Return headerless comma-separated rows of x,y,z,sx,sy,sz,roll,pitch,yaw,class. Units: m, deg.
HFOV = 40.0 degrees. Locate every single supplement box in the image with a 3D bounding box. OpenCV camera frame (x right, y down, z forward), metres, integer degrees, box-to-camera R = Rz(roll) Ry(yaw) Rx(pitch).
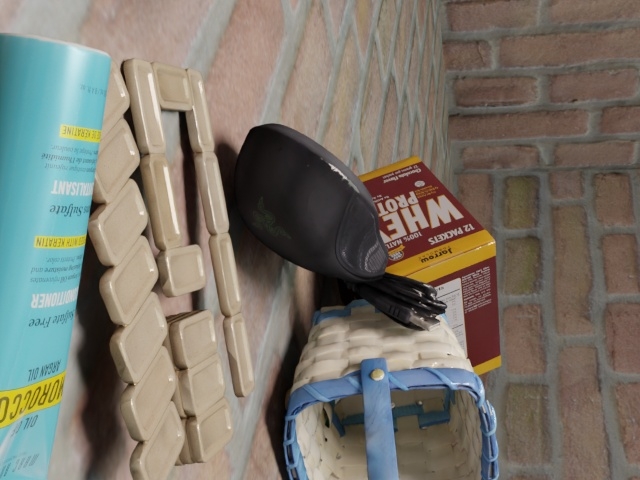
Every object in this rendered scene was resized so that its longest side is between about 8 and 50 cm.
0.105,0.043,1.025,0.191,0.129,0.194,-123,-163,-49,supplement box

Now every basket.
0.069,0.215,0.834,0.289,0.201,0.255,-99,178,-53,basket

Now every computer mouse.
0.000,0.000,0.746,0.072,0.188,0.272,-54,153,-11,computer mouse

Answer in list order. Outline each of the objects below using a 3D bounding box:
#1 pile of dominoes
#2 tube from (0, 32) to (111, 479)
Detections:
-0.104,0.014,0.546,0.196,0.040,0.251,-20,100,-76,pile of dominoes
-0.128,0.020,0.374,0.080,0.052,0.207,-6,105,-71,tube
